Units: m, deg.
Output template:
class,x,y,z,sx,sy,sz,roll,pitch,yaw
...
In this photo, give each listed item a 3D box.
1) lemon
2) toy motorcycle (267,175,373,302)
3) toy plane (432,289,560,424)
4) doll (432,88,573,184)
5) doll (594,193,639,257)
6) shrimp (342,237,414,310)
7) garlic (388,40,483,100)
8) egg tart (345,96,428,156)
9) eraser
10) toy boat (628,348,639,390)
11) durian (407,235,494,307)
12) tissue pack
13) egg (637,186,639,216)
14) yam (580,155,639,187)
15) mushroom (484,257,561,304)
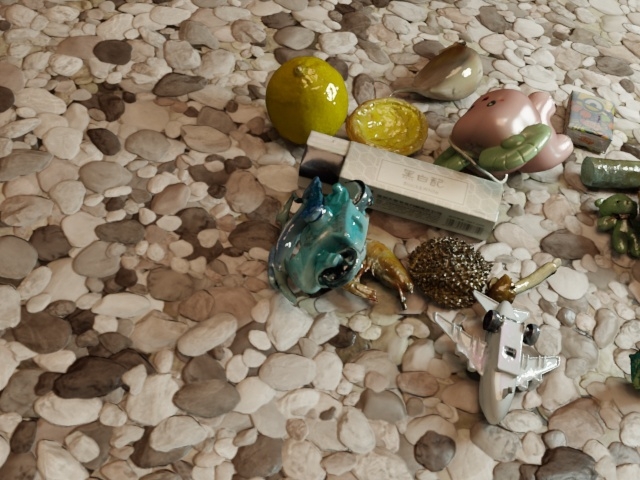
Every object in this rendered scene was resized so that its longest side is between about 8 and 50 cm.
class,x,y,z,sx,sy,sz,roll,pitch,yaw
lemon,-0.029,-0.297,1.728,0.179,0.203,0.178,-4,62,7
toy motorcycle,0.000,0.000,1.499,0.206,0.154,0.260,-20,39,31
toy plane,0.314,0.200,1.426,0.251,0.101,0.255,21,48,-8
doll,0.383,-0.196,1.711,0.268,0.284,0.216,-41,110,-28
doll,0.637,-0.035,1.709,0.115,0.077,0.150,4,58,-10
shrimp,0.097,0.067,1.543,0.132,0.051,0.187,-37,56,-20
garlic,0.290,-0.380,1.929,0.267,0.148,0.128,-34,99,-37
egg tart,0.142,-0.232,1.782,0.191,0.074,0.191,5,50,-6
eraser,0.159,-0.110,1.657,0.404,0.098,0.096,17,66,4
toy boat,0.685,0.252,1.451,0.293,0.108,0.099,19,17,-1
durian,0.261,0.045,1.550,0.189,0.091,0.148,-2,53,-30
tissue pack,0.630,-0.280,1.920,0.109,0.060,0.148,17,48,6
egg,0.755,-0.058,1.664,0.233,0.195,0.195,52,54,-7
yam,0.663,-0.146,1.809,0.170,0.068,0.068,5,49,-8
mushroom,0.389,0.076,1.577,0.187,0.060,0.061,-23,58,-30
